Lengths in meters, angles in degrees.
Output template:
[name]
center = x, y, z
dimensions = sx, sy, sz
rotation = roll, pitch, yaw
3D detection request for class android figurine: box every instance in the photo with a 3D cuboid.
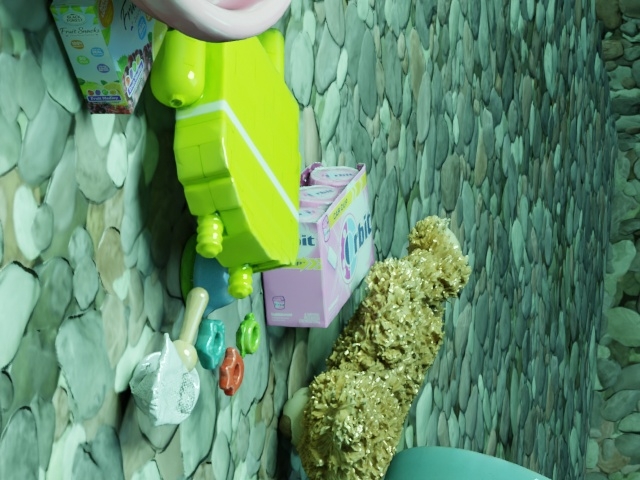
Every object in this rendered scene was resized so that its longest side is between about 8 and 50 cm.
[android figurine]
center = -0.069, -0.085, 1.427
dimensions = 0.248, 0.056, 0.273
rotation = 56, 29, -53

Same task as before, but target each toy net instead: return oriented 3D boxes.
[toy net]
center = -0.106, 0.090, 1.411
dimensions = 0.232, 0.045, 0.122
rotation = -58, 147, -57

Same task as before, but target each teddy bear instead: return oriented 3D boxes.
[teddy bear]
center = 0.051, 0.116, 1.763
dimensions = 0.338, 0.113, 0.245
rotation = -62, 179, -26

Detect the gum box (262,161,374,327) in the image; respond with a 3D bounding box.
[gum box]
center = 0.000, 0.000, 1.715
dimensions = 0.188, 0.062, 0.107
rotation = -51, 139, -64

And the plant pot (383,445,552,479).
[plant pot]
center = 0.169, 0.405, 1.957
dimensions = 0.235, 0.293, 0.293
rotation = -65, 154, -27

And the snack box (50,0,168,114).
[snack box]
center = -0.144, -0.173, 1.264
dimensions = 0.100, 0.037, 0.141
rotation = 73, 24, -43

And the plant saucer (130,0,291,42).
[plant saucer]
center = -0.112, -0.296, 1.206
dimensions = 0.332, 0.084, 0.332
rotation = -9, 90, -66
